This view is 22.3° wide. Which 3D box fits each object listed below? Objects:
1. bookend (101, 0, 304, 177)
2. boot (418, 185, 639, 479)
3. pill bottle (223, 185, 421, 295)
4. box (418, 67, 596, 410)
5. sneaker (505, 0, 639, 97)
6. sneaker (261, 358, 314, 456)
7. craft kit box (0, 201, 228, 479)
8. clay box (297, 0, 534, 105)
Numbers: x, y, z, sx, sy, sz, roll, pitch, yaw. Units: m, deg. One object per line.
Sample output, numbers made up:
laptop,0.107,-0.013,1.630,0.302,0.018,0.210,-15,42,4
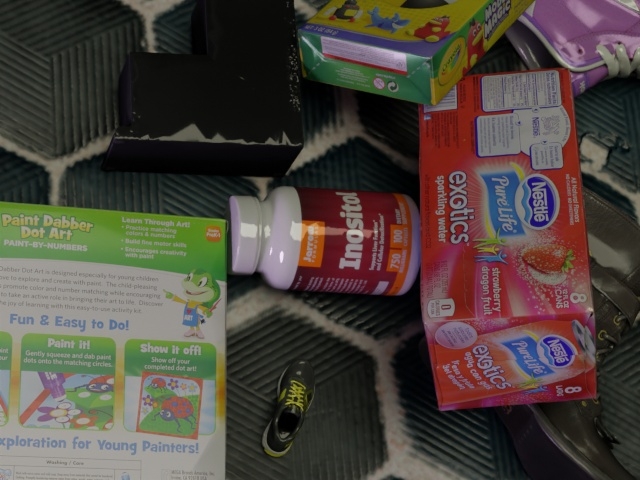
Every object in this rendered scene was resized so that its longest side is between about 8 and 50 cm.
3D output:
bookend,-0.101,-0.138,1.344,0.157,0.072,0.156,1,71,-16
boot,0.233,0.086,1.362,0.263,0.091,0.229,45,66,4
pill bottle,0.000,0.000,1.321,0.152,0.086,0.086,3,72,-16
box,0.147,-0.004,1.288,0.128,0.123,0.257,-5,50,8
sneaker,0.291,-0.165,1.466,0.282,0.102,0.161,29,69,6
sneaker,-0.021,0.132,1.298,0.031,0.035,0.083,21,68,-10
craft kit box,-0.197,0.095,1.248,0.250,0.061,0.247,5,73,-15
clay box,0.092,-0.199,1.374,0.127,0.053,0.222,15,43,27
